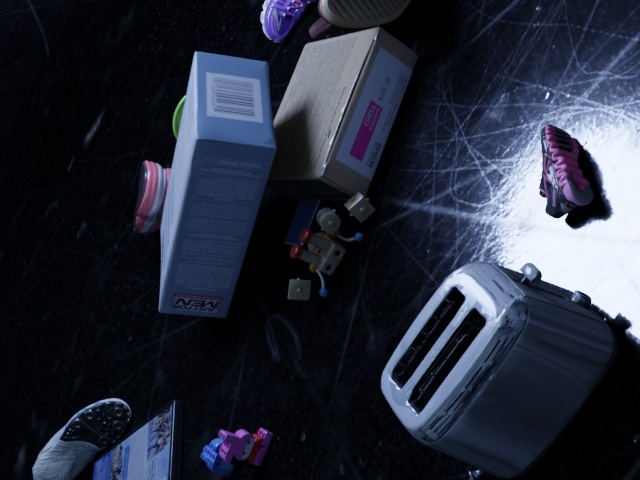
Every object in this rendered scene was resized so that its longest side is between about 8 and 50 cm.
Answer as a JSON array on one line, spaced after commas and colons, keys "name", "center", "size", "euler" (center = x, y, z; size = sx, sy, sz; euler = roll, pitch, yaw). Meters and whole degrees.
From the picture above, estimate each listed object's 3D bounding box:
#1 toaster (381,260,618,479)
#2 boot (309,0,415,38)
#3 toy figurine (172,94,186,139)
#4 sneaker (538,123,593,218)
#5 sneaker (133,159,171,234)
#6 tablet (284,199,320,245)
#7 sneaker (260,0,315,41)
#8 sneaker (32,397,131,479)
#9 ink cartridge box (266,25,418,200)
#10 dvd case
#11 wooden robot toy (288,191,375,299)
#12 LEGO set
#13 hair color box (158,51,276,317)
[{"name": "toaster", "center": [0.161, 0.127, 0.938], "size": [0.227, 0.146, 0.129], "euler": [-56, 32, 14]}, {"name": "boot", "center": [0.046, -0.329, 1.404], "size": [0.248, 0.090, 0.207], "euler": [-33, 6, -37]}, {"name": "toy figurine", "center": [-0.168, -0.162, 1.681], "size": [0.159, 0.130, 0.173], "euler": [42, 126, 48]}, {"name": "sneaker", "center": [0.252, -0.074, 1.051], "size": [0.057, 0.047, 0.119], "euler": [-50, 31, 42]}, {"name": "sneaker", "center": [-0.260, -0.062, 1.738], "size": [0.314, 0.136, 0.116], "euler": [163, 115, -78]}, {"name": "tablet", "center": [-0.026, -0.032, 1.459], "size": [0.054, 0.006, 0.083], "euler": [8, 74, 57]}, {"name": "sneaker", "center": [-0.043, -0.426, 1.710], "size": [0.170, 0.068, 0.071], "euler": [-58, 38, 8]}, {"name": "sneaker", "center": [-0.415, 0.344, 1.699], "size": [0.237, 0.085, 0.086], "euler": [-42, 11, 21]}, {"name": "ink cartridge box", "center": [0.019, -0.179, 1.418], "size": [0.193, 0.088, 0.234], "euler": [7, 72, 56]}, {"name": "dvd case", "center": [-0.296, 0.384, 1.548], "size": [0.253, 0.022, 0.180], "euler": [-39, 39, 35]}, {"name": "wooden robot toy", "center": [0.000, 0.000, 1.344], "size": [0.173, 0.076, 0.079], "euler": [-58, 21, 10]}, {"name": "LEGO set", "center": [-0.166, 0.341, 1.317], "size": [0.087, 0.093, 0.227], "euler": [18, 83, 58]}, {"name": "hair color box", "center": [-0.162, -0.071, 1.450], "size": [0.374, 0.114, 0.185], "euler": [112, 159, -46]}]
